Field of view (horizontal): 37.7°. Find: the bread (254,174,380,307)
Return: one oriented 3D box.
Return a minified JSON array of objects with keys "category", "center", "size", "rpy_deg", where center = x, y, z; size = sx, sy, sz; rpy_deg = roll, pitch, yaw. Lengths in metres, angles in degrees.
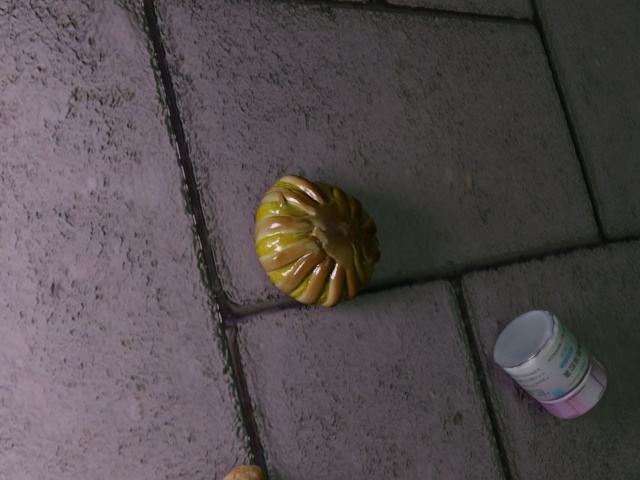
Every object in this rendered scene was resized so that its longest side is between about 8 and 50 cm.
[{"category":"bread","center":[0.000,0.000,1.397],"size":[0.213,0.104,0.214],"rpy_deg":[13,70,-38]}]

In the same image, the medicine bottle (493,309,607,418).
[{"category":"medicine bottle","center":[0.406,0.218,1.648],"size":[0.168,0.135,0.135],"rpy_deg":[44,51,-22]}]

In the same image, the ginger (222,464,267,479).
[{"category":"ginger","center":[-0.130,0.357,1.172],"size":[0.205,0.081,0.115],"rpy_deg":[-8,93,-48]}]
